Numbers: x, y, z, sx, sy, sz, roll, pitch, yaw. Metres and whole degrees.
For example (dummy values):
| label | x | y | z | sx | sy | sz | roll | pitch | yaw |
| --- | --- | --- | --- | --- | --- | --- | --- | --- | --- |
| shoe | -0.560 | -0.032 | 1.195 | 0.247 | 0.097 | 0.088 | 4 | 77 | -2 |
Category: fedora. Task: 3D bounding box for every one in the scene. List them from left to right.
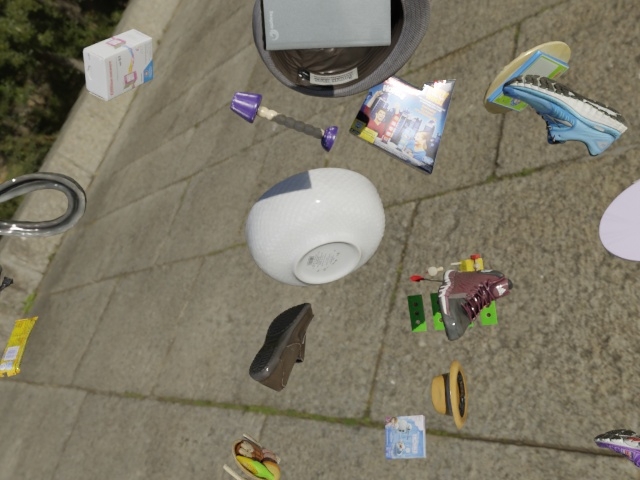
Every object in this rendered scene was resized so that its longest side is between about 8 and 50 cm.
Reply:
| label | x | y | z | sx | sy | sz | roll | pitch | yaw |
| --- | --- | --- | --- | --- | --- | --- | --- | --- | --- |
| fedora | 0.026 | -0.345 | 0.867 | 0.275 | 0.244 | 0.124 | 129 | 150 | -49 |
| fedora | 0.356 | 0.428 | 1.619 | 0.079 | 0.194 | 0.194 | -5 | 55 | 24 |

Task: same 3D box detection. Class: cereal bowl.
| label | x | y | z | sx | sy | sz | roll | pitch | yaw |
| --- | --- | --- | --- | --- | --- | --- | --- | --- | --- |
| cereal bowl | 0.000 | 0.000 | 1.357 | 0.339 | 0.339 | 0.141 | -39 | 50 | 24 |

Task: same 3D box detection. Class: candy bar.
| label | x | y | z | sx | sy | sz | roll | pitch | yaw |
| --- | --- | --- | --- | --- | --- | --- | --- | --- | --- |
| candy bar | -0.535 | 0.183 | 1.029 | 0.161 | 0.040 | 0.018 | -114 | 20 | -58 |

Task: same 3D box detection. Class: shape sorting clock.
| label | x | y | z | sx | sy | sz | roll | pitch | yaw |
| --- | --- | --- | --- | --- | --- | --- | --- | --- | --- |
| shape sorting clock | 0.449 | -0.354 | 1.272 | 0.206 | 0.206 | 0.040 | -38 | 61 | 26 |

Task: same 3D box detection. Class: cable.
| label | x | y | z | sx | sy | sz | roll | pitch | yaw |
| --- | --- | --- | --- | --- | --- | --- | --- | --- | --- |
| cable | -0.383 | -0.023 | 0.553 | 0.072 | 0.287 | 0.139 | -158 | 77 | -77 |

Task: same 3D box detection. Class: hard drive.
| label | x | y | z | sx | sy | sz | roll | pitch | yaw |
| --- | --- | --- | --- | --- | --- | --- | --- | --- | --- |
| hard drive | 0.005 | -0.248 | 0.601 | 0.022 | 0.135 | 0.094 | -130 | 35 | -69 |

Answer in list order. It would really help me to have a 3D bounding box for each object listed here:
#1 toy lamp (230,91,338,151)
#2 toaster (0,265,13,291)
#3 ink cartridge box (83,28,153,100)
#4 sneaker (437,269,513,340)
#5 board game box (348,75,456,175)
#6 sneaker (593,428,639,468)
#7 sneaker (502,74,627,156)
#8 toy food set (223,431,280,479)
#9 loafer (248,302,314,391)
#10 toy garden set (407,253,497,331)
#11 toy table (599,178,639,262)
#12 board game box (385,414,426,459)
| label | x | y | z | sx | sy | sz | roll | pitch | yaw |
| --- | --- | --- | --- | --- | --- | --- | --- | --- | --- |
| toy lamp | -0.094 | -0.308 | 1.488 | 0.080 | 0.275 | 0.080 | -159 | 90 | -81 |
| toaster | -0.746 | 0.085 | 1.147 | 0.129 | 0.147 | 0.227 | -68 | -9 | 28 |
| ink cartridge box | -0.370 | -0.324 | 1.074 | 0.122 | 0.052 | 0.088 | -45 | -22 | -42 |
| sneaker | 0.368 | 0.130 | 1.364 | 0.163 | 0.106 | 0.281 | -12 | 20 | 20 |
| board game box | 0.187 | -0.266 | 1.212 | 0.194 | 0.194 | 0.060 | -62 | 1 | 3 |
| sneaker | 0.641 | 0.436 | 1.196 | 0.170 | 0.068 | 0.071 | -10 | 89 | 63 |
| sneaker | 0.309 | -0.161 | 0.761 | 0.063 | 0.162 | 0.073 | -44 | -18 | -54 |
| toy food set | -0.145 | 0.500 | 1.337 | 0.038 | 0.132 | 0.192 | -53 | -1 | 8 |
| loafer | -0.067 | 0.211 | 1.152 | 0.080 | 0.078 | 0.220 | -19 | 24 | 37 |
| toy garden set | 0.379 | 0.153 | 1.705 | 0.244 | 0.049 | 0.203 | -8 | 88 | 18 |
| toy table | 0.734 | -0.039 | 1.222 | 0.274 | 0.161 | 0.252 | -17 | 71 | 24 |
| board game box | 0.189 | 0.440 | 1.299 | 0.090 | 0.020 | 0.090 | -12 | 56 | 23 |
